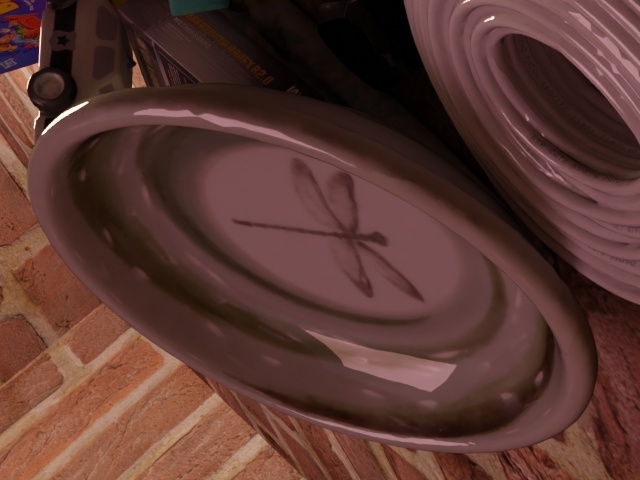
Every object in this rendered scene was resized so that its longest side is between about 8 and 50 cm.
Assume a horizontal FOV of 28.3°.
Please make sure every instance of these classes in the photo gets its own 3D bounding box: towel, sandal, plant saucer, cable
[{"bbox_3d":[0.037,-0.031,1.113,0.374,0.090,0.320,45,162,18],"label":"towel"},{"bbox_3d":[0.036,-0.137,0.837,0.097,0.054,0.254,43,172,3],"label":"sandal"},{"bbox_3d":[0.000,0.007,0.866,0.400,0.101,0.400,18,151,11],"label":"plant saucer"},{"bbox_3d":[0.143,-0.083,0.644,0.257,0.089,0.257,47,166,12],"label":"cable"}]

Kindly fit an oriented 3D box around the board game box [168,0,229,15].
[{"bbox_3d":[-0.093,-0.265,0.840,0.210,0.047,0.160,114,143,-74],"label":"board game box"}]

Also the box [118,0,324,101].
[{"bbox_3d":[-0.062,-0.077,1.015,0.183,0.056,0.231,42,161,30],"label":"box"}]

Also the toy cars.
[{"bbox_3d":[-0.180,-0.191,1.102,0.394,0.087,0.177,-92,1,-61],"label":"toy cars"}]

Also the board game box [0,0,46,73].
[{"bbox_3d":[-0.320,-0.355,1.120,0.233,0.078,0.347,91,158,-69],"label":"board game box"}]
